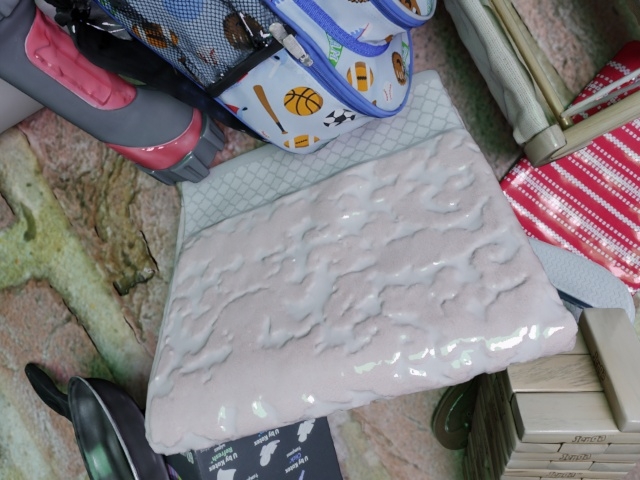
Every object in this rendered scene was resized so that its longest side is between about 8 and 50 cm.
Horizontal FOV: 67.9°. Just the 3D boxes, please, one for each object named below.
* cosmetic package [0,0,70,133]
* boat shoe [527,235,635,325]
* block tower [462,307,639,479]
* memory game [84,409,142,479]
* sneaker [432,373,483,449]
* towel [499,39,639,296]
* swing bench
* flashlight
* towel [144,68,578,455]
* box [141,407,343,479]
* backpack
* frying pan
[{"bbox_3d":[-0.350,-0.210,0.465,0.365,0.197,0.155,-33,100,-6],"label":"cosmetic package"},{"bbox_3d":[0.137,0.022,0.503,0.335,0.119,0.121,36,75,25],"label":"boat shoe"},{"bbox_3d":[0.193,0.197,0.436,0.097,0.091,0.336,-2,135,6],"label":"block tower"},{"bbox_3d":[-0.220,0.311,0.617,0.186,0.012,0.186,0,93,6],"label":"memory game"},{"bbox_3d":[0.204,0.173,0.531,0.188,0.071,0.066,-44,88,7],"label":"sneaker"},{"bbox_3d":[0.324,-0.056,0.524,0.199,0.031,0.275,41,97,3],"label":"towel"},{"bbox_3d":[0.249,-0.231,0.440,0.254,0.165,0.253,-26,83,13],"label":"swing bench"},{"bbox_3d":[-0.197,-0.146,0.411,0.103,0.304,0.103,-1,73,17],"label":"flashlight"},{"bbox_3d":[0.000,0.000,0.440,0.331,0.053,0.317,-20,49,14],"label":"towel"},{"bbox_3d":[-0.068,0.290,0.500,0.143,0.165,0.271,-17,93,-37],"label":"box"},{"bbox_3d":[-0.022,-0.216,0.393,0.213,0.263,0.277,-8,55,36],"label":"backpack"},{"bbox_3d":[-0.246,0.233,0.528,0.326,0.053,0.197,-11,96,49],"label":"frying pan"}]
